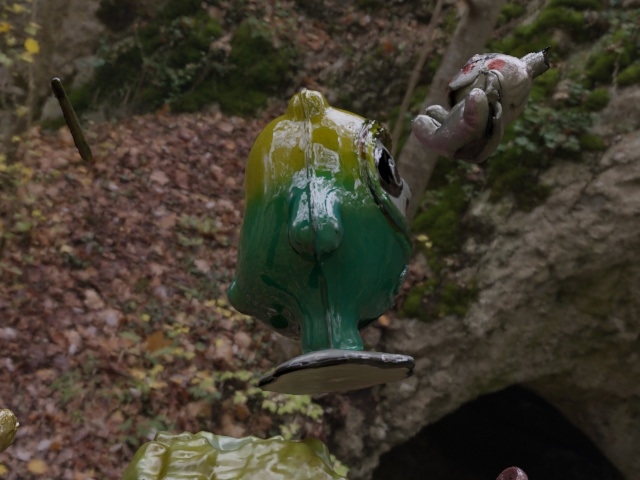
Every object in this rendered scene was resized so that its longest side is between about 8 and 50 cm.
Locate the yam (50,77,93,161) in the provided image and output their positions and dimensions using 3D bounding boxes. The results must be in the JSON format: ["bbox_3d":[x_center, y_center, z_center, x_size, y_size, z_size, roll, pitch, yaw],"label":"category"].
[{"bbox_3d":[-0.269,-0.129,0.848,0.014,0.014,0.107,25,-37,34],"label":"yam"}]

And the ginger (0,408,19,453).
[{"bbox_3d":[-0.420,0.258,0.730,0.118,0.299,0.065,18,-40,24],"label":"ginger"}]

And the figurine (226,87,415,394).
[{"bbox_3d":[0.000,0.000,0.933,0.231,0.340,0.323,-6,-21,3],"label":"figurine"}]

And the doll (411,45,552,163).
[{"bbox_3d":[0.205,-0.172,0.988,0.095,0.192,0.149,49,-41,-14],"label":"doll"}]

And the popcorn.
[{"bbox_3d":[-0.084,0.359,0.864,0.294,0.292,0.334,9,-18,-7],"label":"popcorn"}]

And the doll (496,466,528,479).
[{"bbox_3d":[0.110,0.296,0.615,0.093,0.262,0.211,41,-23,-11],"label":"doll"}]
